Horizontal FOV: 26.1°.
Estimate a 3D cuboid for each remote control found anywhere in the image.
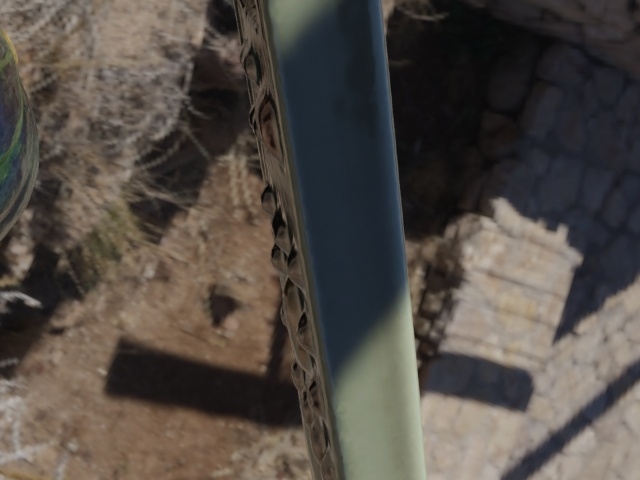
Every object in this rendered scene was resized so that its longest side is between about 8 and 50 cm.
[{"bbox_3d":[0.000,0.000,0.411,0.038,0.123,0.285,-8,111,-4],"label":"remote control"}]

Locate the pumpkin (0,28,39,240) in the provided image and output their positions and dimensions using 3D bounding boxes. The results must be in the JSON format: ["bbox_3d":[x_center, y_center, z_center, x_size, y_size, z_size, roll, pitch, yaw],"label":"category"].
[{"bbox_3d":[-0.299,-0.092,0.905,0.216,0.250,0.250,-20,123,9],"label":"pumpkin"}]
